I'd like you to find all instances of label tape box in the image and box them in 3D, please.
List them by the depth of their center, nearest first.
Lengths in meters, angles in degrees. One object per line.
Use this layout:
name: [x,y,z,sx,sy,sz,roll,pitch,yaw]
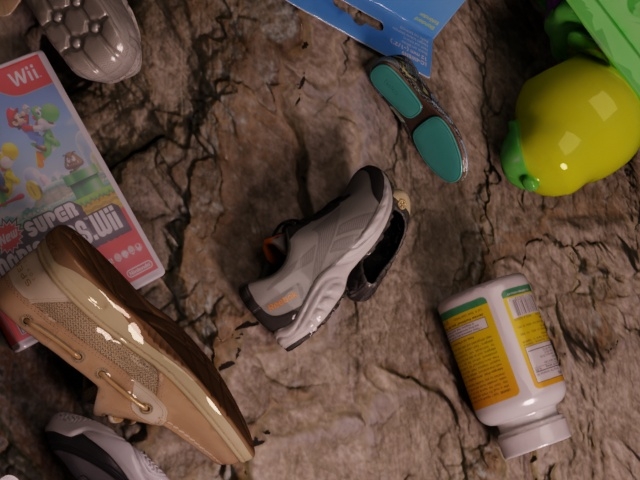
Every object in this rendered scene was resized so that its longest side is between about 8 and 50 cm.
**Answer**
label tape box: [0.097,-0.423,2.122,0.249,0.115,0.348,25,57,-26]

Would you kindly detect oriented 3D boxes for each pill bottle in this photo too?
pill bottle: [0.230,0.155,1.979,0.117,0.117,0.208,-13,79,-39]

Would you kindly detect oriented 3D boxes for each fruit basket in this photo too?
fruit basket: [0.387,-0.199,2.197,0.392,0.283,0.392,0,99,-2]

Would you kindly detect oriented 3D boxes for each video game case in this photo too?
video game case: [-0.311,-0.047,1.730,0.204,0.025,0.285,-29,90,-40]

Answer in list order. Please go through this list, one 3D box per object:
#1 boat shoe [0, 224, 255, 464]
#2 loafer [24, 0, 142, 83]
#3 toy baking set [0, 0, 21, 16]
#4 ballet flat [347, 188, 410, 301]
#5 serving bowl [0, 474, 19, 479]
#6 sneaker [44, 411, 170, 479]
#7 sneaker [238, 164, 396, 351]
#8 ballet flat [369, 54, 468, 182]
boat shoe: [-0.199,0.130,1.691,0.341,0.110,0.122,49,7,-26]
loafer: [-0.300,-0.312,1.808,0.319,0.112,0.111,61,11,9]
toy baking set: [-0.380,-0.368,1.742,0.196,0.030,0.256,5,75,5]
ballet flat: [0.078,0.005,1.973,0.057,0.049,0.173,38,54,-19]
serving bowl: [-0.316,0.270,1.579,0.083,0.027,0.083,-4,90,-73]
sneaker: [-0.201,0.299,1.617,0.268,0.101,0.153,39,72,6]
sneaker: [0.000,0.000,1.891,0.108,0.100,0.271,41,53,-10]
ballet flat: [0.137,-0.162,2.079,0.070,0.070,0.188,-40,100,-39]
